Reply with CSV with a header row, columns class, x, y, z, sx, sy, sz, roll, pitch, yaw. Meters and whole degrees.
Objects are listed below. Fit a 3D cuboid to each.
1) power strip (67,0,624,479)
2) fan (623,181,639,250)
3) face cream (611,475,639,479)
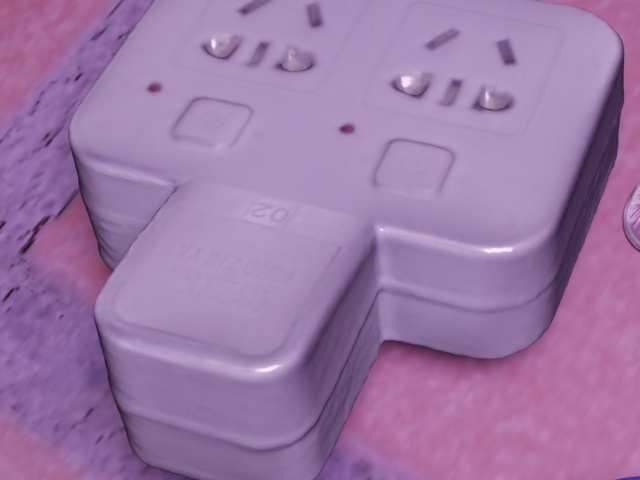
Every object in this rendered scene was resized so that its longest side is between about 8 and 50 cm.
class,x,y,z,sx,sy,sz,roll,pitch,yaw
power strip,0.000,0.000,0.708,0.229,0.141,0.261,13,50,19
fan,0.180,-0.023,0.731,0.060,0.003,0.080,18,67,22
face cream,0.200,0.186,0.559,0.264,0.083,0.149,19,68,22
